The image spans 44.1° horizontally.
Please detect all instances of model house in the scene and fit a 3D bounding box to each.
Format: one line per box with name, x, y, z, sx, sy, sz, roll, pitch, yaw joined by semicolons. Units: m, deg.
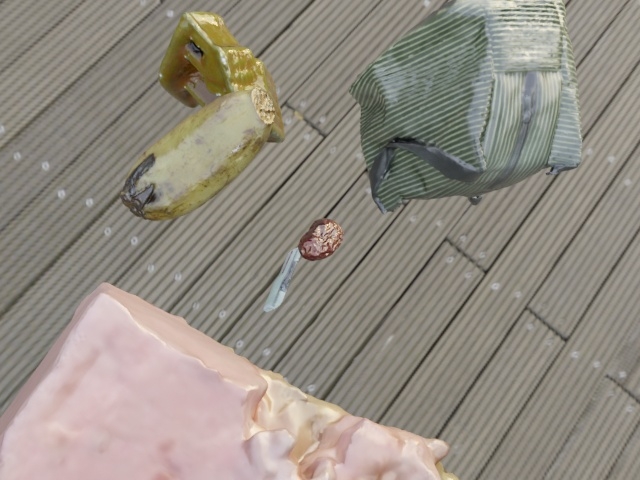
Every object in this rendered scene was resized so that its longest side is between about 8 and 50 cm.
model house;-0.173;-0.276;1.479;0.173;0.268;0.239;-43;79;4

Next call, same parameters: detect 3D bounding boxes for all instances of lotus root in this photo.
lotus root;-0.165;-0.112;1.084;0.258;0.097;0.110;-32;88;20

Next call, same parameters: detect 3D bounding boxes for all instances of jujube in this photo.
jujube;0.000;0.000;1.624;0.077;0.077;0.129;43;31;1

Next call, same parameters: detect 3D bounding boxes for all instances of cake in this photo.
cake;-0.100;0.213;0.542;0.307;0.293;0.314;36;77;-10

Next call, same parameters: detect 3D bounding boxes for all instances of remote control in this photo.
remote control;-0.091;0.093;1.898;0.029;0.065;0.166;27;68;-14

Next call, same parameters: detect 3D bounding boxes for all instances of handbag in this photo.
handbag;0.198;-0.178;1.108;0.247;0.340;0.240;-10;85;-27
